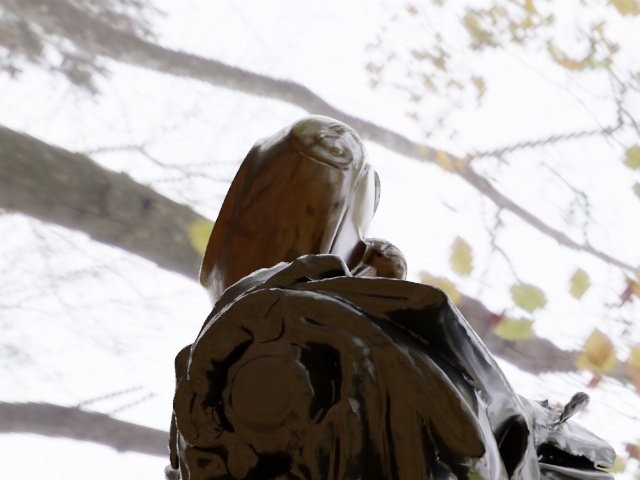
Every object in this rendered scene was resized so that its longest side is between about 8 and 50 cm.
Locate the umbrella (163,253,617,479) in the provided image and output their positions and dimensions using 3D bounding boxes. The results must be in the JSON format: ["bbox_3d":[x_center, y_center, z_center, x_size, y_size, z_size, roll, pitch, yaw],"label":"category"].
[{"bbox_3d":[0.053,0.086,0.695,0.118,0.340,0.118,-6,-105,25],"label":"umbrella"}]

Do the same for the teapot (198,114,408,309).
[{"bbox_3d":[0.000,0.000,0.815,0.078,0.129,0.098,21,-71,3],"label":"teapot"}]
